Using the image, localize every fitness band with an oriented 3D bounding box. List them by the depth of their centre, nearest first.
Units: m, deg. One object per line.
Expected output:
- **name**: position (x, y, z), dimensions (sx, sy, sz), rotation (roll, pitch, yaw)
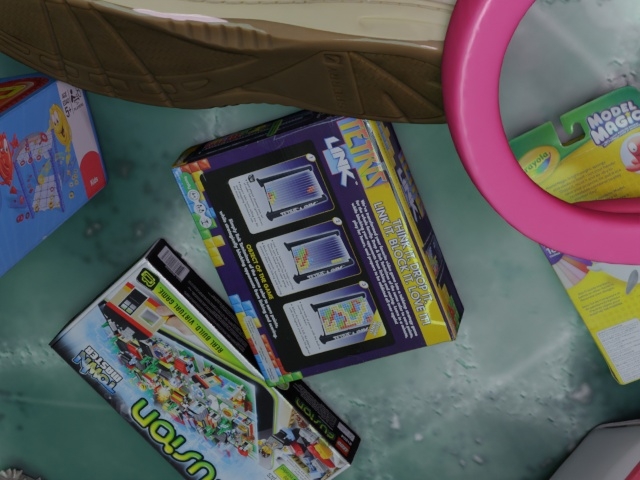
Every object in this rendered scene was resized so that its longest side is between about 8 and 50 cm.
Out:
- **fitness band**: position (0.209, -0.092, 0.752), dimensions (0.291, 0.054, 0.209), rotation (-7, 113, -7)

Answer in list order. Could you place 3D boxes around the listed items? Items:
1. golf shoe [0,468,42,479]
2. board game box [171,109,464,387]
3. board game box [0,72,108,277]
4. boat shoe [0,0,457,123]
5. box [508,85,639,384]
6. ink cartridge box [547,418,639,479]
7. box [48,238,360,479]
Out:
- **golf shoe**: position (-0.215, 0.261, 1.080), dimensions (0.086, 0.069, 0.176), rotation (-30, 102, 31)
- **board game box**: position (0.000, 0.000, 0.911), dimensions (0.141, 0.048, 0.170), rotation (-16, 108, 19)
- **board game box**: position (-0.332, -0.009, 0.851), dimensions (0.302, 0.308, 0.086), rotation (-6, 110, 17)
- **boat shoe**: position (-0.057, -0.149, 0.831), dimensions (0.341, 0.110, 0.121), rotation (9, 159, 6)
- **box**: position (0.193, -0.006, 0.860), dimensions (0.105, 0.043, 0.179), rotation (-25, 108, 24)
- **ink cartridge box**: position (0.234, 0.296, 0.864), dimensions (0.306, 0.226, 0.131), rotation (46, 158, -3)
- **box**: position (-0.082, 0.109, 0.989), dimensions (0.207, 0.036, 0.114), rotation (46, 117, -8)
